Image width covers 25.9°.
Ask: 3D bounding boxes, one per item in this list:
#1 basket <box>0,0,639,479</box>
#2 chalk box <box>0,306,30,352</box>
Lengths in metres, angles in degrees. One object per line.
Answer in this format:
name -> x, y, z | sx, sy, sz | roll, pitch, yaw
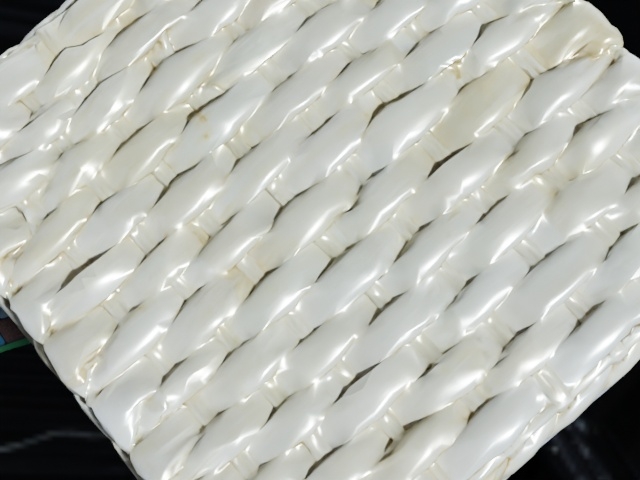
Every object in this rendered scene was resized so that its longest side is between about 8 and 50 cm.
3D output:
basket -> 0.000, 0.000, 0.753 | 0.328, 0.331, 0.266 | 49, -6, 10
chalk box -> -0.353, 0.004, 1.230 | 0.180, 0.179, 0.289 | 76, -5, -49
